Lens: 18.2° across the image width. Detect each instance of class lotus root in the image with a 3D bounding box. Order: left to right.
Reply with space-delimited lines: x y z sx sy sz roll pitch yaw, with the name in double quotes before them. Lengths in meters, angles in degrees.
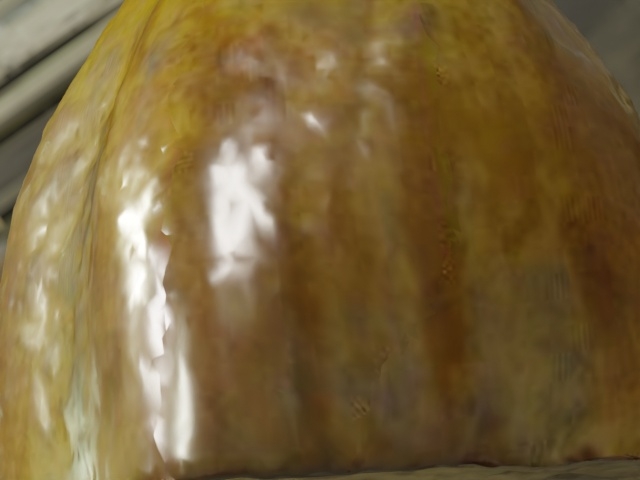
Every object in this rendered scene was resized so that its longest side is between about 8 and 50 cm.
"lotus root" 0.001 0.000 0.561 0.188 0.180 0.199 0 -17 -28
